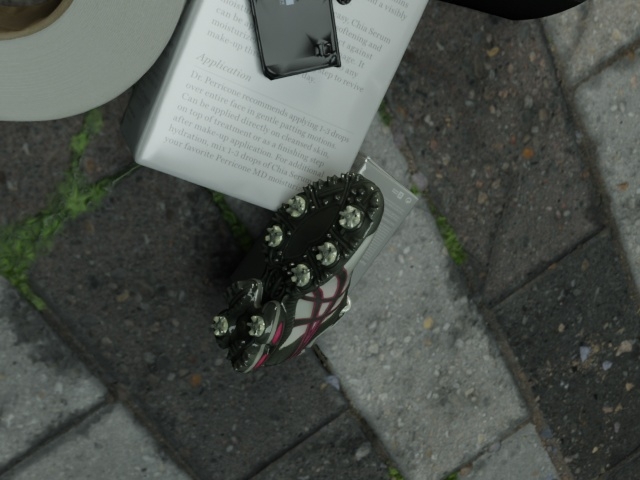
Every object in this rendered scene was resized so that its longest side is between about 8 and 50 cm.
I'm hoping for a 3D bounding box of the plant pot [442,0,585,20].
[{"bbox_3d":[0.232,-0.361,0.878,0.187,0.167,0.188,6,108,-24],"label":"plant pot"}]

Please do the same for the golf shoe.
[{"bbox_3d":[-0.010,0.035,0.831,0.120,0.105,0.273,8,131,-45],"label":"golf shoe"}]

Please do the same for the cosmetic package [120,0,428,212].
[{"bbox_3d":[-0.024,-0.271,0.814,0.230,0.161,0.453,20,103,-26],"label":"cosmetic package"}]

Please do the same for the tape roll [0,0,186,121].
[{"bbox_3d":[-0.297,-0.285,0.655,0.392,0.072,0.392,1,129,2],"label":"tape roll"}]

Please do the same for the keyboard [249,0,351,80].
[{"bbox_3d":[-0.018,-0.251,0.721,0.108,0.023,0.180,-13,115,-8],"label":"keyboard"}]

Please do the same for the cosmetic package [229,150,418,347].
[{"bbox_3d":[0.000,0.000,0.958,0.107,0.127,0.238,35,94,-30],"label":"cosmetic package"}]
